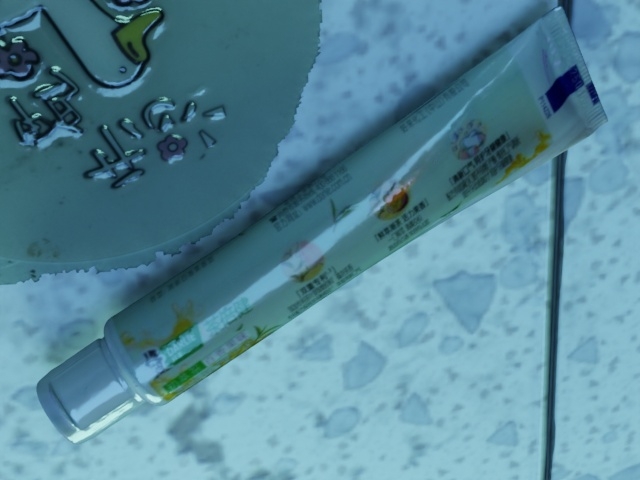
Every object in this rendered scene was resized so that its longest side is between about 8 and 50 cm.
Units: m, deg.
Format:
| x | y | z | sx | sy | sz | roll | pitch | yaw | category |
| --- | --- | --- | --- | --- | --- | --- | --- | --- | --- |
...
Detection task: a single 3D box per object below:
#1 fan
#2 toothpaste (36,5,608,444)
| x | y | z | sx | sy | sz | roll | pitch | yaw | category |
| --- | --- | --- | --- | --- | --- | --- | --- | --- | --- |
| -0.143 | -0.140 | 0.507 | 0.233 | 0.012 | 0.414 | -29 | 129 | 0 | fan |
| 0.000 | 0.000 | 0.625 | 0.314 | 0.058 | 0.056 | -33 | 82 | 0 | toothpaste |
